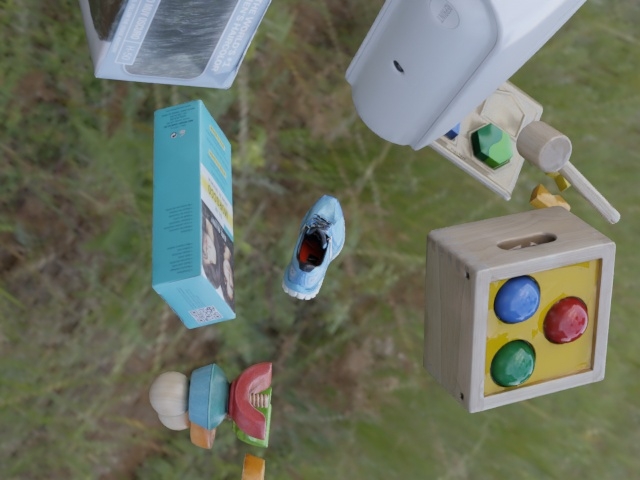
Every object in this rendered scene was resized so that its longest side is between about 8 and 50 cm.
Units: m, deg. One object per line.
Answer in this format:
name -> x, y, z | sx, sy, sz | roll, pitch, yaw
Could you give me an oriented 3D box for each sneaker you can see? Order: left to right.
sneaker -> 0.000, 0.000, 1.901 | 0.073, 0.063, 0.162 | 110, -2, -51

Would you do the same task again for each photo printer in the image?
photo printer -> 0.154, -0.213, 1.102 | 0.256, 0.107, 0.307 | -43, 177, -18

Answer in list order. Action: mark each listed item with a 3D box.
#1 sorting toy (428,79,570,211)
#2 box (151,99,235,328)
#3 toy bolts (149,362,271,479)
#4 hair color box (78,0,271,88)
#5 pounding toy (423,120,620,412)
sorting toy -> 0.273, -0.170, 2.211 | 0.041, 0.307, 0.229 | -42, -161, 48
box -> -0.143, -0.032, 1.637 | 0.100, 0.060, 0.244 | 57, 23, -53
toy bolts -> -0.151, 0.259, 1.945 | 0.228, 0.158, 0.218 | 95, 0, -60
hair color box -> -0.126, -0.318, 1.107 | 0.113, 0.374, 0.185 | 1, 143, -27
pounding toy -> 0.185, 0.015, 1.160 | 0.181, 0.094, 0.206 | -11, 117, -21
